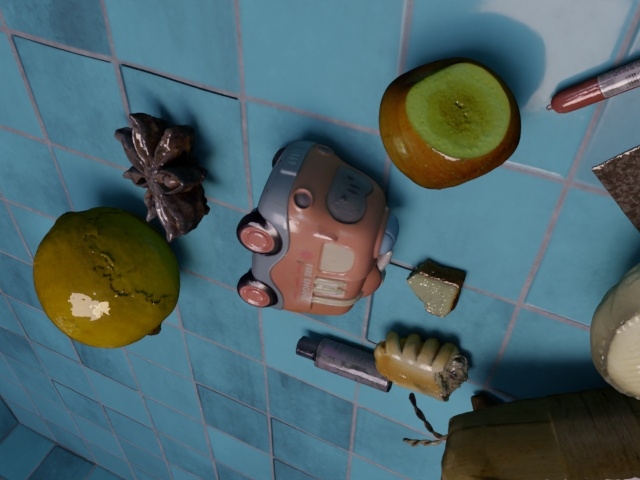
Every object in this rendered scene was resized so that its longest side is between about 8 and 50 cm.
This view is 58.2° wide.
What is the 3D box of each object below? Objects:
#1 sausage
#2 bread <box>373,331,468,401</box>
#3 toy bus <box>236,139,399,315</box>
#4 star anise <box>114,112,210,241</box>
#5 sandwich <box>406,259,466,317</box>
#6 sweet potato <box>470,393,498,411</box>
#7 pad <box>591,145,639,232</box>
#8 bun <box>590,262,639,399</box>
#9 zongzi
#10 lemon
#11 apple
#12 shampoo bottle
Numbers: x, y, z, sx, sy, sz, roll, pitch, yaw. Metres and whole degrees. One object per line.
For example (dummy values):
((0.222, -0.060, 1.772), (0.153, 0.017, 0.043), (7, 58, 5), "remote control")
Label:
((0.352, -0.184, 0.620), (0.223, 0.029, 0.029), (-17, 118, 42), "sausage")
((0.187, 0.228, 1.076), (0.177, 0.084, 0.119), (13, 136, 23), "bread")
((0.000, 0.000, 0.911), (0.232, 0.194, 0.288), (19, 137, 6), "toy bus")
((-0.267, -0.118, 1.031), (0.236, 0.109, 0.223), (-15, 97, 57), "star anise")
((0.191, 0.083, 0.973), (0.093, 0.036, 0.105), (17, 137, 17), "sandwich")
((0.406, 0.381, 1.097), (0.273, 0.075, 0.075), (27, 139, 15), "sweet potato")
((0.467, -0.076, 0.667), (0.158, 0.003, 0.235), (46, 137, -13), "pad")
((0.481, 0.094, 0.716), (0.287, 0.146, 0.287), (9, 140, 7), "bun")
((0.423, 0.455, 0.976), (0.499, 0.218, 0.467), (-16, 118, 22), "zongzi")
((-0.442, 0.075, 1.199), (0.297, 0.297, 0.297), (18, 136, 18), "lemon")
((0.149, -0.142, 0.693), (0.147, 0.146, 0.163), (61, 171, -12), "apple")
((0.051, 0.252, 1.202), (0.214, 0.072, 0.072), (16, 136, 21), "shampoo bottle")
